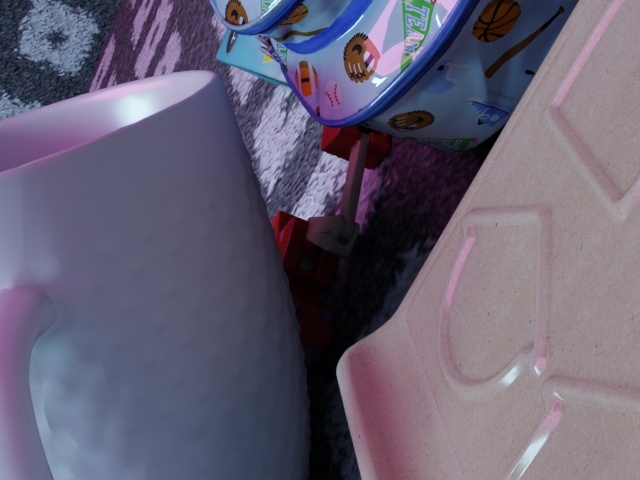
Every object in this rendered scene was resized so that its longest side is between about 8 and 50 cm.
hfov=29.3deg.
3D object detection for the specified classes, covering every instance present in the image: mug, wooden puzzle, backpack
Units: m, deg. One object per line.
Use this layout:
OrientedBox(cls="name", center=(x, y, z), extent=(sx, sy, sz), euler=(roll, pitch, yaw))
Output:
OrientedBox(cls="mug", center=(-0.145, 0.097, 0.776), extent=(0.374, 0.276, 0.328), euler=(-93, -14, -74))
OrientedBox(cls="wooden puzzle", center=(0.145, 0.020, 0.505), extent=(0.348, 0.080, 0.322), euler=(-57, 23, 21))
OrientedBox(cls="backpack", center=(0.052, -0.194, 0.749), extent=(0.276, 0.213, 0.263), euler=(-58, 46, 36))

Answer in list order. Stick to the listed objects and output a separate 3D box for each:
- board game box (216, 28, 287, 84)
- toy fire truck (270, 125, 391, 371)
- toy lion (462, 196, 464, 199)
OrientedBox(cls="board game box", center=(0.012, -0.261, 1.132), extent=(0.253, 0.079, 0.336), euler=(-68, 19, 5))
OrientedBox(cls="toy fire truck", center=(0.000, 0.000, 0.952), extent=(0.135, 0.047, 0.192), euler=(-46, 31, 46))
OrientedBox(cls="toy lion", center=(0.100, -0.010, 0.721), extent=(0.100, 0.034, 0.096), euler=(-61, 13, 23))
